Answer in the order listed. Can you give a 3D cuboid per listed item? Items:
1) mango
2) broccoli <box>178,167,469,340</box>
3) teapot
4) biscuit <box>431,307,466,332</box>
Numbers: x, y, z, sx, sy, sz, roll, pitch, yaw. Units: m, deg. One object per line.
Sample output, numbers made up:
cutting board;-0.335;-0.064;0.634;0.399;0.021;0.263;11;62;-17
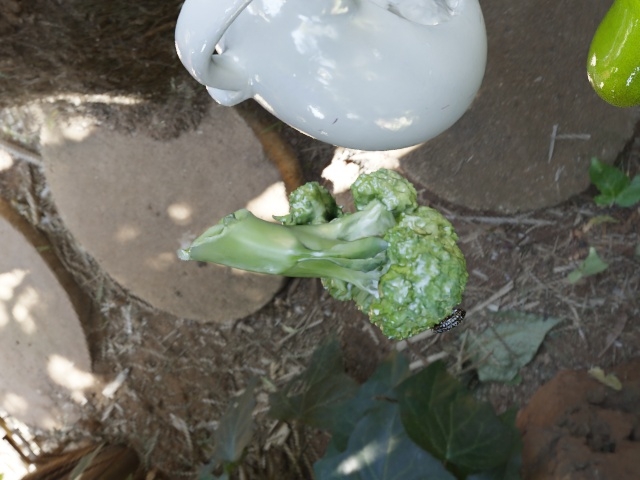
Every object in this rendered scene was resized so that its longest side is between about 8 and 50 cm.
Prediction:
mango;0.576;-0.367;1.275;0.143;0.175;0.293;-16;144;-4
broccoli;0.025;-0.014;0.858;0.302;0.254;0.186;28;103;-3
teapot;0.019;-0.152;0.446;0.204;0.298;0.139;49;136;-1
biscuit;0.283;0.175;1.579;0.089;0.087;0.027;-34;104;7
